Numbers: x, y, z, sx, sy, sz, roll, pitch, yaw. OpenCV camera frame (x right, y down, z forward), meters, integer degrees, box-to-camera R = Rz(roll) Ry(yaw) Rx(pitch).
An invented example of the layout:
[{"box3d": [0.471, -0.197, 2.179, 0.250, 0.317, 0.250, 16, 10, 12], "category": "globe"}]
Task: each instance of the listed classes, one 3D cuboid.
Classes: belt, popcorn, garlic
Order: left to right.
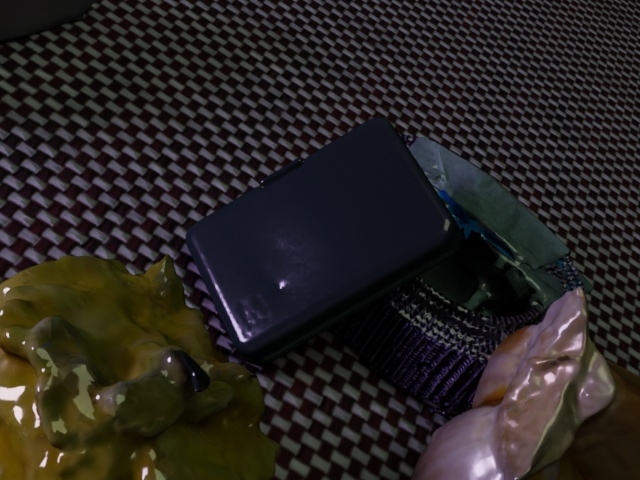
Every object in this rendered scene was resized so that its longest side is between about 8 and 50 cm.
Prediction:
[{"box3d": [-0.144, 0.121, 0.689, 0.249, 0.225, 0.249, 18, 37, -14], "category": "popcorn"}, {"box3d": [0.122, 0.027, 1.040, 0.260, 0.122, 0.325, -26, 65, -39], "category": "belt"}, {"box3d": [0.216, 0.205, 0.817, 0.313, 0.249, 0.286, 42, 47, -33], "category": "garlic"}]

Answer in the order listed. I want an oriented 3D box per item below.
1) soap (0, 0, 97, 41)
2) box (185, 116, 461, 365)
[{"box3d": [-0.348, -0.248, 0.966, 0.302, 0.159, 0.258, 9, 42, -23], "category": "soap"}, {"box3d": [0.000, 0.000, 0.928, 0.160, 0.230, 0.050, 61, 3, 29], "category": "box"}]
